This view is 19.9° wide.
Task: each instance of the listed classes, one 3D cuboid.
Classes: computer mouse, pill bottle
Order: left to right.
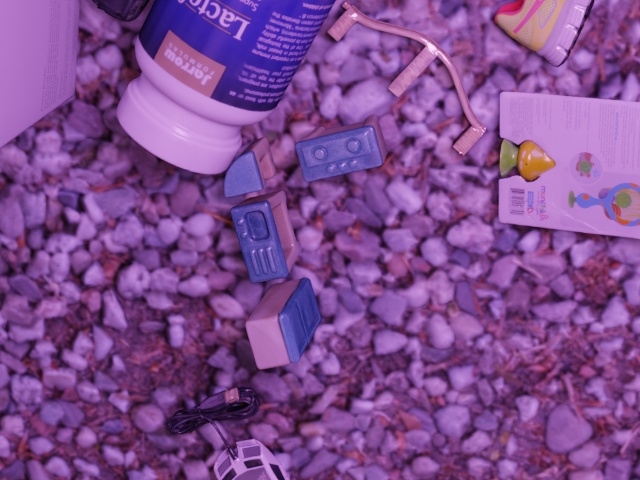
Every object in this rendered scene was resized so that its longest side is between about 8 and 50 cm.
[{"bbox_3d":[-0.085,-0.205,1.748,0.153,0.153,0.265,30,112,1],"label":"pill bottle"},{"bbox_3d":[-0.076,0.250,1.961,0.106,0.042,0.193,-28,95,15],"label":"computer mouse"}]

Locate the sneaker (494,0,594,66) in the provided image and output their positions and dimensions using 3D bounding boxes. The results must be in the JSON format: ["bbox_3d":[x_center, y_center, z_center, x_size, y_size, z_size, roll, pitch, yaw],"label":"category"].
[{"bbox_3d":[0.224,-0.268,1.697,0.094,0.081,0.208,24,112,6],"label":"sneaker"}]

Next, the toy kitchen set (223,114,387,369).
[{"bbox_3d":[0.000,0.000,1.814,0.166,0.122,0.207,-12,106,16],"label":"toy kitchen set"}]

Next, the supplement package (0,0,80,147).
[{"bbox_3d":[-0.358,-0.197,1.737,0.175,0.293,0.178,10,109,9],"label":"supplement package"}]

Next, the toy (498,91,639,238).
[{"bbox_3d":[0.291,-0.075,1.760,0.237,0.056,0.137,5,113,16],"label":"toy"}]

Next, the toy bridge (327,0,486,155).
[{"bbox_3d":[0.092,-0.169,1.789,0.188,0.026,0.063,43,109,-3],"label":"toy bridge"}]

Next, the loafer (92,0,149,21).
[{"bbox_3d":[-0.166,-0.316,1.770,0.078,0.076,0.223,29,116,-6],"label":"loafer"}]
